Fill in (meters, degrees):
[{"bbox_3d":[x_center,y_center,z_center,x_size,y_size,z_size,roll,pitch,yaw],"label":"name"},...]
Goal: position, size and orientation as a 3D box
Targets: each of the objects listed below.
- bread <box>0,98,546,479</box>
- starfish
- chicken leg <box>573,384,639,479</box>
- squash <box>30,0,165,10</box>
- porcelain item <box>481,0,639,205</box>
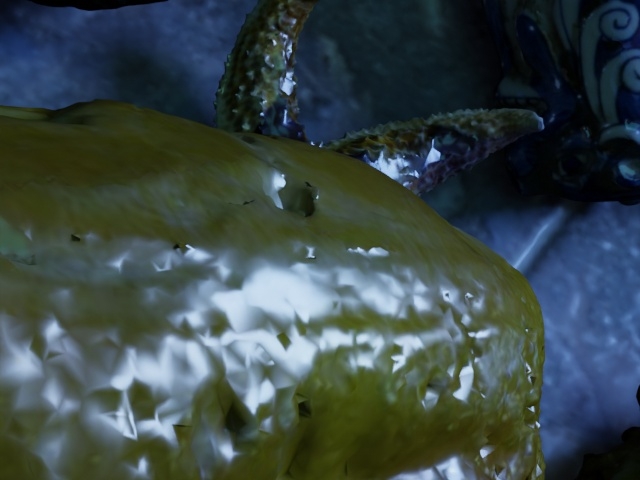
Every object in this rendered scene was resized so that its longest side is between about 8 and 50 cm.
[{"bbox_3d":[-0.037,0.128,0.413,0.328,0.148,0.337,6,88,-41],"label":"bread"},{"bbox_3d":[-0.001,-0.001,0.592,0.216,0.071,0.238,-9,89,-26],"label":"starfish"},{"bbox_3d":[0.262,0.099,0.581,0.361,0.140,0.212,-22,93,-3],"label":"chicken leg"},{"bbox_3d":[-0.099,-0.194,0.570,0.193,0.156,0.193,8,47,-9],"label":"squash"},{"bbox_3d":[0.220,-0.112,0.638,0.288,0.138,0.186,0,82,3],"label":"porcelain item"}]
